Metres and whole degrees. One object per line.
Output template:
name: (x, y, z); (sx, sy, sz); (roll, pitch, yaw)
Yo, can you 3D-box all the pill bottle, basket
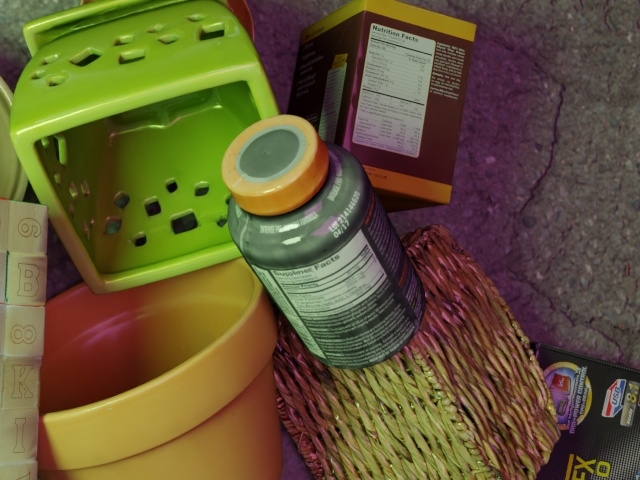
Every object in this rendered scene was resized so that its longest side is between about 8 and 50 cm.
pill bottle: (0.000, 0.000, 1.001); (0.130, 0.130, 0.246); (-48, 139, -17)
basket: (0.097, 0.155, 1.266); (0.299, 0.223, 0.213); (58, 38, -6)

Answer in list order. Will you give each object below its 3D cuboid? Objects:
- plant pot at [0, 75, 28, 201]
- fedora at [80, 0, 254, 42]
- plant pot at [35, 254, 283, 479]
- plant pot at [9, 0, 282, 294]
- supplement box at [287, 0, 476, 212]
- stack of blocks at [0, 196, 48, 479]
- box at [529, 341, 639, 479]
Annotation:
plant pot: (-0.404, -0.080, 1.076); (0.237, 0.109, 0.237); (1, 88, -22)
fedora: (-0.156, -0.229, 1.198); (0.194, 0.079, 0.194); (1, 87, -21)
plant pot: (-0.159, 0.165, 1.087); (0.291, 0.291, 0.203); (-29, 114, -20)
plant pot: (-0.156, -0.114, 1.079); (0.227, 0.207, 0.228); (-16, 136, -2)
supplement box: (0.054, -0.139, 1.216); (0.129, 0.191, 0.194); (12, 84, -21)
stack of blocks: (-0.322, 0.116, 0.935); (0.087, 0.171, 0.297); (9, 80, -56)
box: (0.312, 0.277, 1.368); (0.216, 0.060, 0.270); (17, 81, -20)
